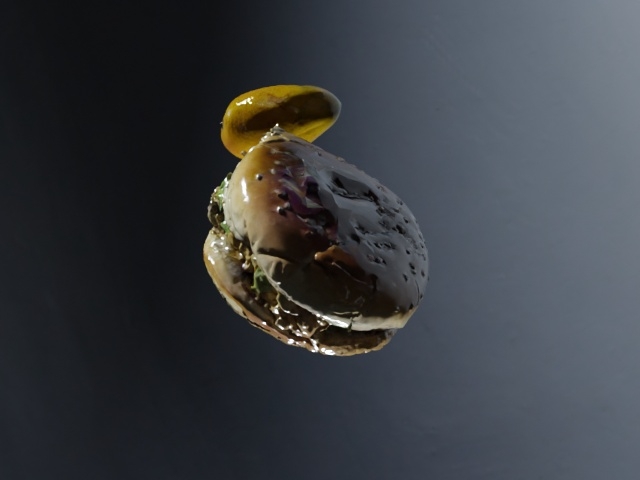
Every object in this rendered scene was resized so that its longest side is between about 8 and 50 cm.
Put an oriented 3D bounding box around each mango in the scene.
[{"bbox_3d":[-0.059,-0.157,1.405,0.165,0.115,0.089,-16,70,40],"label":"mango"}]

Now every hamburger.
[{"bbox_3d":[0.000,0.000,1.147,0.286,0.243,0.146,57,131,39],"label":"hamburger"}]
